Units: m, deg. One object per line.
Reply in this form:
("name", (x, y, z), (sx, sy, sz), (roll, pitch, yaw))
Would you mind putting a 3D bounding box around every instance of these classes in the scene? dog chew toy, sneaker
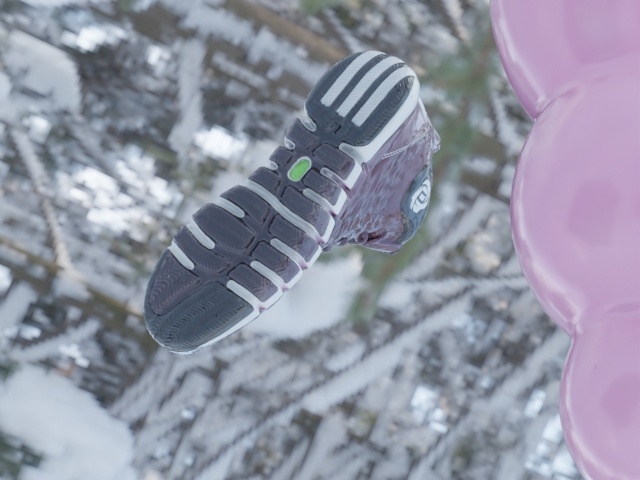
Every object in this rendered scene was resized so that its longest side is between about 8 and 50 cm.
("dog chew toy", (0.171, -0.030, 0.691), (0.206, 0.207, 0.331), (-25, -124, 57))
("sneaker", (0.000, 0.000, 1.280), (0.281, 0.162, 0.106), (-47, -126, -1))
